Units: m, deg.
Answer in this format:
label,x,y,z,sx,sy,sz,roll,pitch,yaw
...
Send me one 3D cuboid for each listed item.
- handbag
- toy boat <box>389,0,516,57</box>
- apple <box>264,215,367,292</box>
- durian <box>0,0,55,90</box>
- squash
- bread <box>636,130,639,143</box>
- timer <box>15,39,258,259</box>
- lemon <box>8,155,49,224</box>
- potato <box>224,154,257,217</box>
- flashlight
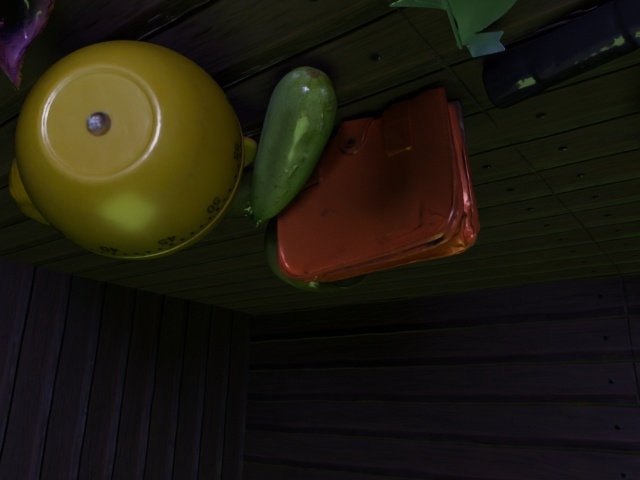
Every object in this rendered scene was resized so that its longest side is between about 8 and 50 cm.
label,x,y,z,sx,sy,sz,roll,pitch,yaw
handbag,0.089,-0.090,1.054,0.410,0.303,0.116,-16,162,36
toy boat,0.162,-0.324,0.693,0.210,0.070,0.291,3,166,2
apple,0.000,0.000,1.430,0.292,0.254,0.292,3,160,1
durian,-0.413,-0.314,0.632,0.187,0.153,0.260,24,168,-28
squash,-0.061,-0.155,1.015,0.118,0.118,0.370,7,138,-17
bread,0.693,-0.197,0.826,0.342,0.210,0.300,-2,165,10
timer,-0.295,-0.133,0.910,0.376,0.376,0.387,1,170,0
lemon,-0.541,-0.126,1.160,0.260,0.204,0.204,6,168,36
potato,-0.176,-0.126,1.212,0.251,0.174,0.159,4,130,-33
flashlight,0.411,-0.291,0.746,0.103,0.103,0.424,14,161,-35
